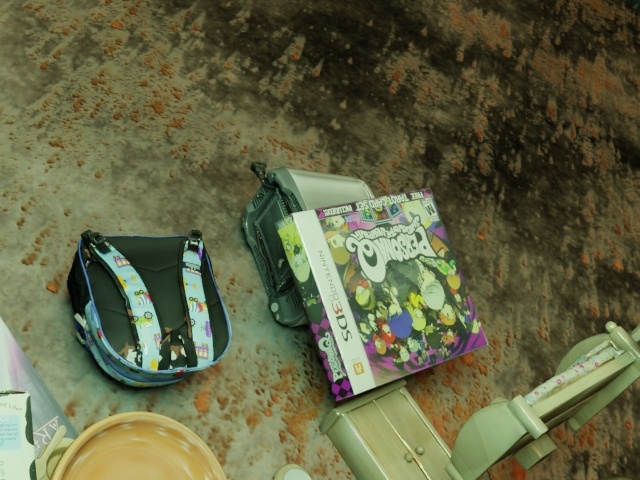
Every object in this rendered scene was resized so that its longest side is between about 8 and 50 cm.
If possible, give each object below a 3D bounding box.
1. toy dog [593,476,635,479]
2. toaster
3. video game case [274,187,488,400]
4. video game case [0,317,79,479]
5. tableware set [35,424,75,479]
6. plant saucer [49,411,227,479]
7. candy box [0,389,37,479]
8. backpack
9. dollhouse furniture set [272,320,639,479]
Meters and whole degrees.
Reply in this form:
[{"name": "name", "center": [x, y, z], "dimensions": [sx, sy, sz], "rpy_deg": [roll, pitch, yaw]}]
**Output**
[{"name": "toy dog", "center": [0.226, 0.360, 0.777], "dimensions": [0.284, 0.408, 0.395], "rpy_deg": [28, 43, -6]}, {"name": "toaster", "center": [0.000, 0.000, 1.189], "dimensions": [0.146, 0.129, 0.227], "rpy_deg": [2, 52, -35]}, {"name": "video game case", "center": [0.076, 0.054, 1.093], "dimensions": [0.232, 0.042, 0.210], "rpy_deg": [-11, 79, -41]}, {"name": "video game case", "center": [-0.333, 0.167, 0.840], "dimensions": [0.196, 0.026, 0.274], "rpy_deg": [-36, 93, -46]}, {"name": "tableware set", "center": [-0.226, 0.260, 0.855], "dimensions": [0.169, 0.020, 0.141], "rpy_deg": [46, 46, -15]}, {"name": "plant saucer", "center": [-0.168, 0.260, 0.871], "dimensions": [0.200, 0.037, 0.200], "rpy_deg": [23, 53, -35]}, {"name": "candy box", "center": [-0.276, 0.247, 0.718], "dimensions": [0.071, 0.159, 0.233], "rpy_deg": [6, 66, -42]}, {"name": "backpack", "center": [-0.181, 0.083, 1.007], "dimensions": [0.158, 0.117, 0.173], "rpy_deg": [-1, 51, -32]}, {"name": "dollhouse furniture set", "center": [0.142, 0.159, 0.955], "dimensions": [0.303, 0.355, 0.174], "rpy_deg": [-18, 61, -40]}]
